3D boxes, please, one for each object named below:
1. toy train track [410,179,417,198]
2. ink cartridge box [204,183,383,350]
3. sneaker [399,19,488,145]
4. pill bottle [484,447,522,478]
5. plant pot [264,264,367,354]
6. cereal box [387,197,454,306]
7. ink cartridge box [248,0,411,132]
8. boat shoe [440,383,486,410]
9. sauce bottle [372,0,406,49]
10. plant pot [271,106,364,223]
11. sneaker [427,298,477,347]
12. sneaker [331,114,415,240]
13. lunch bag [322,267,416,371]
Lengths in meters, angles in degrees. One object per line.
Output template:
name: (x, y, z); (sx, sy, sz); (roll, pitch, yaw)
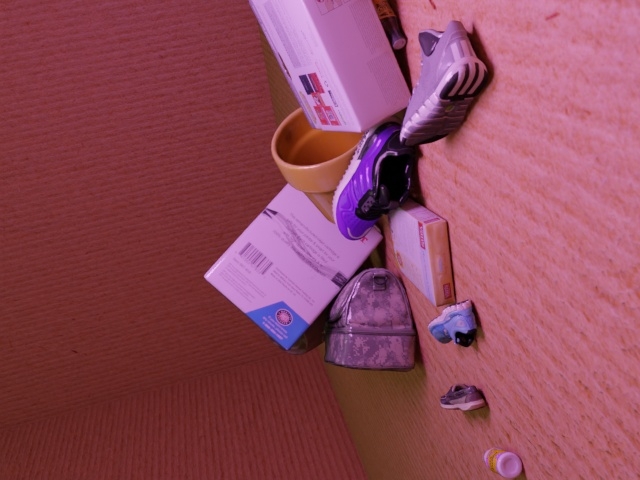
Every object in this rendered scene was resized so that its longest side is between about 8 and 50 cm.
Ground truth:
toy train track: (0.182, -0.116, 1.215); (0.083, 0.014, 0.048); (-112, 12, -50)
ink cartridge box: (-0.071, 0.047, 1.541); (0.285, 0.395, 0.166); (42, 169, -3)
sneaker: (0.174, -0.244, 0.875); (0.229, 0.086, 0.132); (129, 133, -67)
pill bottle: (0.318, 0.389, 1.014); (0.083, 0.043, 0.044); (114, 142, -77)
plant pot: (-0.033, 0.196, 1.796); (0.323, 0.280, 0.323); (24, 136, 25)
cereal box: (0.200, 0.011, 1.184); (0.240, 0.047, 0.173); (-126, 23, -68)
ink cartridge box: (0.011, -0.378, 1.129); (0.310, 0.130, 0.272); (62, 166, -20)
boat shoe: (0.278, 0.307, 1.138); (0.152, 0.056, 0.049); (136, 126, -70)
sauce bottle: (0.121, -0.407, 1.064); (0.042, 0.042, 0.128); (94, 154, -64)
plant pot: (0.044, -0.172, 1.357); (0.254, 0.253, 0.239); (-112, -4, -47)
sneaker: (0.248, 0.170, 1.072); (0.162, 0.063, 0.073); (94, 157, -66)
sneaker: (0.113, -0.096, 1.178); (0.146, 0.102, 0.294); (-118, 37, -44)
lunch bag: (0.122, 0.209, 1.542); (0.305, 0.212, 0.256); (132, 142, -78)
